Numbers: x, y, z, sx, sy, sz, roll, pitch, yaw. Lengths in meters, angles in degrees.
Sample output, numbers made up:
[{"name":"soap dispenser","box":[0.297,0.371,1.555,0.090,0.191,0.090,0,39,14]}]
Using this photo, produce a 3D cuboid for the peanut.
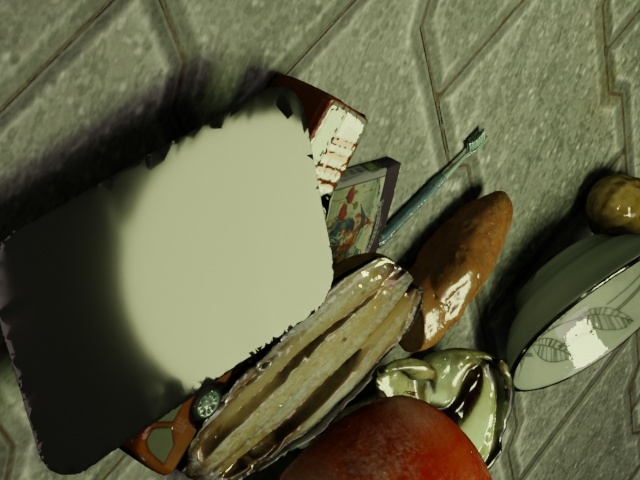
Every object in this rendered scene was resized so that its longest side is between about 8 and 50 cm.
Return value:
[{"name":"peanut","box":[0.450,-0.043,2.406,0.108,0.095,0.226,-52,158,18]}]

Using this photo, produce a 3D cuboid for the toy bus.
[{"name":"toy bus","box":[-0.092,0.033,1.610,0.092,0.093,0.409,32,87,-53]}]

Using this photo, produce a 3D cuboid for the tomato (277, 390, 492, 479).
[{"name":"tomato","box":[0.097,0.351,1.896,0.338,0.143,0.338,-16,113,-43]}]

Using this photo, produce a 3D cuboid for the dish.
[{"name":"dish","box":[0.369,0.079,2.323,0.316,0.106,0.316,-29,155,-15]}]

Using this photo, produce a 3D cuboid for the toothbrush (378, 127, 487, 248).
[{"name":"toothbrush","box":[0.133,-0.064,1.958,0.219,0.016,0.019,-45,146,-27]}]

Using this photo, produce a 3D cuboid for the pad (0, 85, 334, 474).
[{"name":"pad","box":[-0.141,0.055,1.504,0.375,0.063,0.315,-32,123,-36]}]

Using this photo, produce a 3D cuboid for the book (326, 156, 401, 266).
[{"name":"book","box":[0.001,0.000,1.795,0.231,0.026,0.157,-18,131,-51]}]

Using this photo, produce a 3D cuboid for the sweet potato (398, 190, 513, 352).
[{"name":"sweet potato","box":[0.164,0.029,2.017,0.252,0.097,0.097,-52,150,-23]}]

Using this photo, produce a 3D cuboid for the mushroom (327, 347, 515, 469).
[{"name":"mushroom","box":[0.103,0.248,2.088,0.344,0.130,0.247,-36,123,-41]}]

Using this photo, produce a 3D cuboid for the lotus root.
[{"name":"lotus root","box":[-0.034,0.138,1.798,0.329,0.078,0.167,-42,134,-4]}]
